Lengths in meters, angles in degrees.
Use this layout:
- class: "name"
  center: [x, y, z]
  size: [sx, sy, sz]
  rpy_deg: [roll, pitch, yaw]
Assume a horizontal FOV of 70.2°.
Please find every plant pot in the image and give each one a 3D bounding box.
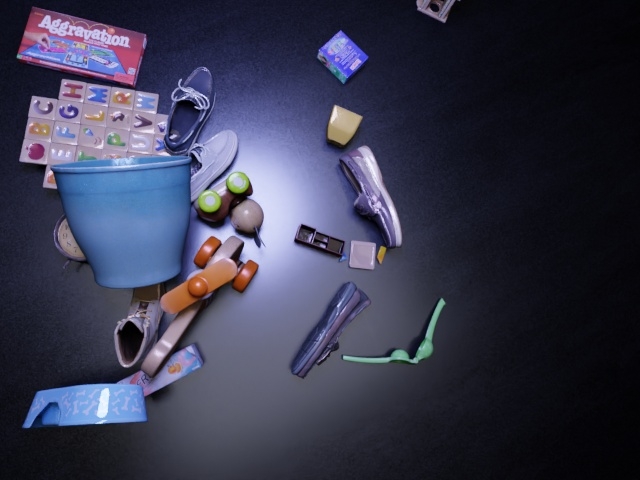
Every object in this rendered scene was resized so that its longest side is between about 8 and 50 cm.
- class: "plant pot"
  center: [0.054, -0.295, 1.205]
  size: [0.081, 0.081, 0.083]
  rpy_deg: [23, 89, -5]
- class: "plant pot"
  center: [-0.402, -0.043, 0.977]
  size: [0.271, 0.272, 0.256]
  rpy_deg: [-5, 104, -9]

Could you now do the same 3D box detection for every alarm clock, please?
- class: "alarm clock"
  center: [-0.554, -0.031, 1.080]
  size: [0.129, 0.064, 0.192]
  rpy_deg: [-5, 83, -11]

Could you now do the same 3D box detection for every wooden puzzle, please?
- class: "wooden puzzle"
  center: [0.112, 0.039, 1.199]
  size: [0.116, 0.014, 0.079]
  rpy_deg: [13, 76, -7]

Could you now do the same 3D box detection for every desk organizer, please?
- class: "desk organizer"
  center: [0.000, 0.000, 1.167]
  size: [0.130, 0.050, 0.047]
  rpy_deg: [19, 80, -6]

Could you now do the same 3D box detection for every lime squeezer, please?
- class: "lime squeezer"
  center: [0.215, 0.268, 1.160]
  size: [0.310, 0.059, 0.110]
  rpy_deg: [-27, 87, -11]

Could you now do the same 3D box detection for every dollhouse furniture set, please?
- class: "dollhouse furniture set"
  center: [0.360, -0.742, 1.260]
  size: [0.101, 0.182, 0.161]
  rpy_deg: [23, 80, -5]

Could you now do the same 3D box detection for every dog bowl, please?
- class: "dog bowl"
  center: [-0.487, 0.346, 0.950]
  size: [0.297, 0.166, 0.074]
  rpy_deg: [-17, 65, 31]

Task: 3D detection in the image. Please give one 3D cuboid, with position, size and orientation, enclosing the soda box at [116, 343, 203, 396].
- class: "soda box"
  center: [-0.369, 0.309, 1.061]
  size: [0.183, 0.063, 0.058]
  rpy_deg: [-27, 87, -11]

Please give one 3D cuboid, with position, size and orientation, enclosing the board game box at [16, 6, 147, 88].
- class: "board game box"
  center: [-0.600, -0.489, 1.158]
  size: [0.281, 0.027, 0.145]
  rpy_deg: [11, 79, -7]

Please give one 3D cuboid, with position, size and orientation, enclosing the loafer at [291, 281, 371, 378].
- class: "loafer"
  center: [0.032, 0.230, 1.121]
  size: [0.084, 0.096, 0.268]
  rpy_deg: [36, 76, -8]

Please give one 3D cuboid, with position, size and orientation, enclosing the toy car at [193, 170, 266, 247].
- class: "toy car"
  center: [-0.198, -0.056, 1.104]
  size: [0.149, 0.155, 0.188]
  rpy_deg: [-36, 101, -12]

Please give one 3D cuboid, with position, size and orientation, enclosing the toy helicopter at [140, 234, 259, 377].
- class: "toy helicopter"
  center: [-0.276, 0.142, 1.006]
  size: [0.140, 0.235, 0.355]
  rpy_deg: [33, 76, -3]

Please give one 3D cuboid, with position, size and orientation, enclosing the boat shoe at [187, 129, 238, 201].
- class: "boat shoe"
  center: [-0.291, -0.193, 1.125]
  size: [0.079, 0.081, 0.228]
  rpy_deg: [32, 78, 24]

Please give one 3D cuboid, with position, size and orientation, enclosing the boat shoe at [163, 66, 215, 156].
- class: "boat shoe"
  center: [-0.329, -0.334, 1.143]
  size: [0.095, 0.079, 0.255]
  rpy_deg: [23, 73, -8]

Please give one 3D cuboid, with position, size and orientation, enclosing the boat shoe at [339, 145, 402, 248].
- class: "boat shoe"
  center: [0.128, -0.105, 1.181]
  size: [0.092, 0.103, 0.286]
  rpy_deg: [-19, 81, -6]

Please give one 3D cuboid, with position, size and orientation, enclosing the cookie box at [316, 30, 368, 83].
- class: "cookie box"
  center: [0.060, -0.503, 1.253]
  size: [0.107, 0.040, 0.092]
  rpy_deg: [44, 78, 0]

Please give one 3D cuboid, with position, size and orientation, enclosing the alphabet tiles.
- class: "alphabet tiles"
  center: [-0.531, -0.250, 1.117]
  size: [0.342, 0.011, 0.285]
  rpy_deg: [5, 76, -14]

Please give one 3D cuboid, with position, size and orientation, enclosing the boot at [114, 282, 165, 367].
- class: "boot"
  center: [-0.404, 0.167, 1.023]
  size: [0.077, 0.165, 0.213]
  rpy_deg: [6, 83, -9]
